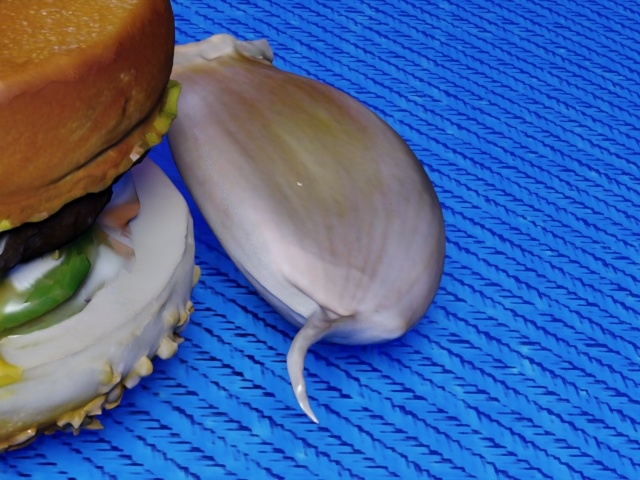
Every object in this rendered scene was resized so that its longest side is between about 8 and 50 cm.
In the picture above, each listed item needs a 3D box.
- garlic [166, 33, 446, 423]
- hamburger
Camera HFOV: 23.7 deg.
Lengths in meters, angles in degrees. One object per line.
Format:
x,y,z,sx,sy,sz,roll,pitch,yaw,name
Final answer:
0.004,0.002,0.819,0.148,0.129,0.266,-14,42,-20,garlic
-0.194,-0.029,0.724,0.290,0.225,0.291,3,33,-2,hamburger
